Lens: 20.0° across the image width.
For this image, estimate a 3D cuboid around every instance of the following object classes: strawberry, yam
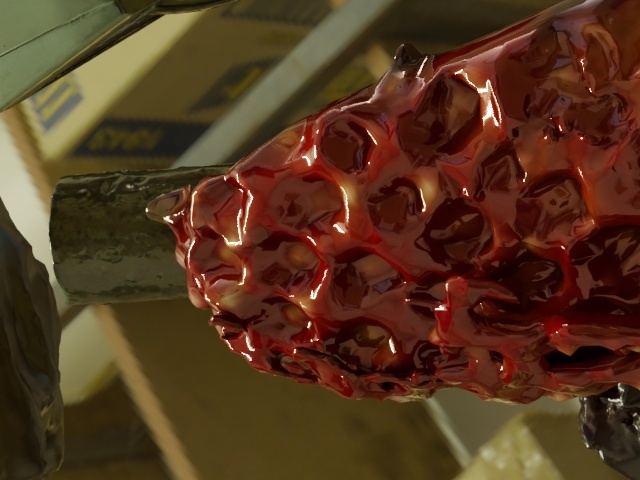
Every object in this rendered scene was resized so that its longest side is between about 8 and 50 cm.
[{"bbox_3d":[0.061,-0.001,0.372,0.121,0.188,0.082,22,-129,-64],"label":"strawberry"},{"bbox_3d":[-0.042,-0.004,0.863,0.169,0.068,0.068,-5,-134,2],"label":"yam"}]

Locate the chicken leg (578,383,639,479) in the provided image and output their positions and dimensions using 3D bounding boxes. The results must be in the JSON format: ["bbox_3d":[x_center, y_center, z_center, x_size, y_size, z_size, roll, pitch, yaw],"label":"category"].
[{"bbox_3d":[0.332,0.066,0.900,0.096,0.407,0.158,-83,-19,-57],"label":"chicken leg"}]

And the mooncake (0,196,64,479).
[{"bbox_3d":[-0.304,0.095,1.276,0.246,0.393,0.394,-11,-145,-7],"label":"mooncake"}]

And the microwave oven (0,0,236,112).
[{"bbox_3d":[-0.192,-0.340,1.602,0.394,0.247,0.333,-41,-75,-46],"label":"microwave oven"}]
